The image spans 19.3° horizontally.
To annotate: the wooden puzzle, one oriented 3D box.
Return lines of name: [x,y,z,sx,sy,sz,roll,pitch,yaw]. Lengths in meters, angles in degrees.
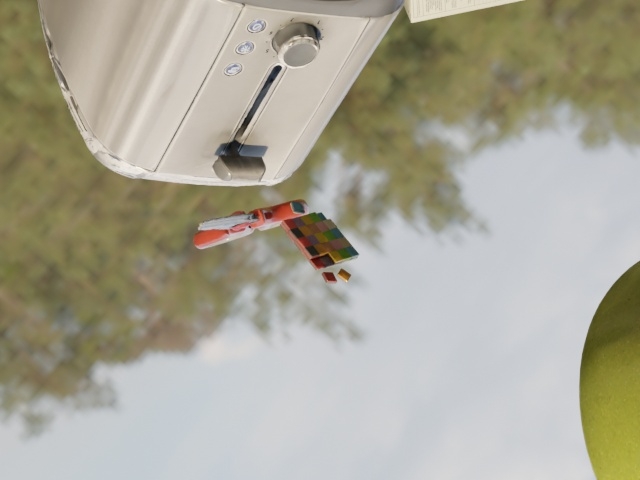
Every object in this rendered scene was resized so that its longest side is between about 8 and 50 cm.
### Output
wooden puzzle: [0.000,0.000,1.471,0.049,0.083,0.006,-16,150,-48]

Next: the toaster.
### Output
toaster: [-0.060,-0.131,0.897,0.146,0.129,0.227,-62,-140,37]

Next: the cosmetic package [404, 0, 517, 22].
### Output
cosmetic package: [0.129,-0.238,1.669,0.060,0.115,0.041,86,-10,-46]

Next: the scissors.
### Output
scissors: [-0.057,-0.022,1.599,0.109,0.021,0.297,-15,177,-4]

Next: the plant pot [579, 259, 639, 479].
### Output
plant pot: [0.360,0.084,1.193,0.275,0.275,0.293,-52,-171,-32]
